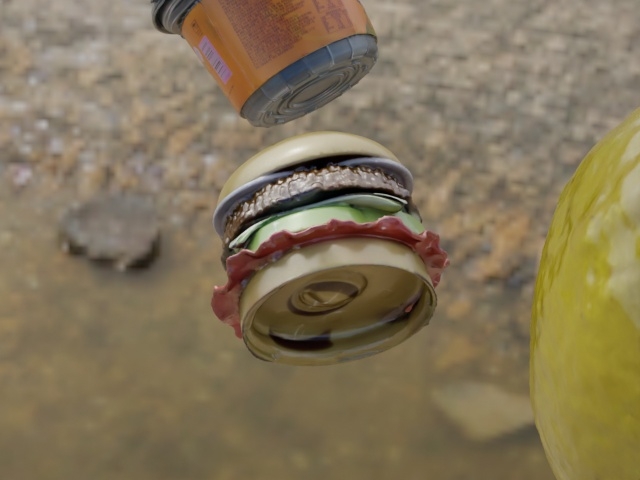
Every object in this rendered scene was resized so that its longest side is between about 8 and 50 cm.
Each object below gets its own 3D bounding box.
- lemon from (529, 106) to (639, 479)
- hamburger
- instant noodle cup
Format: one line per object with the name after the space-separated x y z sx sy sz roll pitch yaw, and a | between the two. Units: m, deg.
0.233 0.050 0.987 0.285 0.316 0.285 -7 20 3 | lemon
-0.001 -0.001 1.390 0.175 0.175 0.137 -6 60 -17 | hamburger
-0.031 -0.172 1.610 0.208 0.177 0.125 -19 75 -43 | instant noodle cup
